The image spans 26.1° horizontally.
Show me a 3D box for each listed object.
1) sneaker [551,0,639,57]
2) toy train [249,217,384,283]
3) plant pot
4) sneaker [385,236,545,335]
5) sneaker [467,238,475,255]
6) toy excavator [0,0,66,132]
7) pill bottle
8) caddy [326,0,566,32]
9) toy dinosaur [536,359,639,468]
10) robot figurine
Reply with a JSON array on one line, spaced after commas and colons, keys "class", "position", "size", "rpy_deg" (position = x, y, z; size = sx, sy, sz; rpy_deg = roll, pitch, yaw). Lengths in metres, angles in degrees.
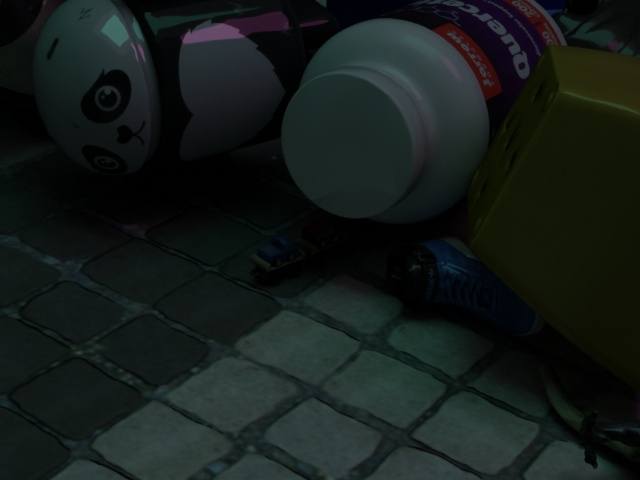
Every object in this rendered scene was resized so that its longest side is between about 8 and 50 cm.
[{"class": "sneaker", "position": [0.325, -0.239, 1.436], "size": [0.130, 0.109, 0.286], "rpy_deg": [41, 42, 8]}, {"class": "toy train", "position": [0.000, 0.000, 1.222], "size": [0.158, 0.036, 0.027], "rpy_deg": [-23, 41, -39]}, {"class": "plant pot", "position": [0.228, -0.036, 1.077], "size": [0.187, 0.212, 0.212], "rpy_deg": [25, 22, -5]}, {"class": "sneaker", "position": [0.113, 0.041, 1.147], "size": [0.085, 0.058, 0.152], "rpy_deg": [-8, 28, -32]}, {"class": "sneaker", "position": [0.253, -0.036, 1.265], "size": [0.124, 0.107, 0.283], "rpy_deg": [33, 40, 29]}, {"class": "toy excavator", "position": [-0.216, -0.340, 1.362], "size": [0.433, 0.222, 0.445], "rpy_deg": [20, 73, 20]}, {"class": "pill bottle", "position": [0.098, -0.125, 1.257], "size": [0.182, 0.181, 0.323], "rpy_deg": [20, 26, 22]}, {"class": "caddy", "position": [0.157, -0.274, 1.574], "size": [0.341, 0.179, 0.241], "rpy_deg": [8, 31, 4]}, {"class": "toy dinosaur", "position": [0.242, 0.155, 0.977], "size": [0.268, 0.064, 0.118], "rpy_deg": [24, 17, 33]}, {"class": "robot figurine", "position": [-0.121, -0.156, 1.254], "size": [0.278, 0.209, 0.173], "rpy_deg": [-16, 0, -26]}]
